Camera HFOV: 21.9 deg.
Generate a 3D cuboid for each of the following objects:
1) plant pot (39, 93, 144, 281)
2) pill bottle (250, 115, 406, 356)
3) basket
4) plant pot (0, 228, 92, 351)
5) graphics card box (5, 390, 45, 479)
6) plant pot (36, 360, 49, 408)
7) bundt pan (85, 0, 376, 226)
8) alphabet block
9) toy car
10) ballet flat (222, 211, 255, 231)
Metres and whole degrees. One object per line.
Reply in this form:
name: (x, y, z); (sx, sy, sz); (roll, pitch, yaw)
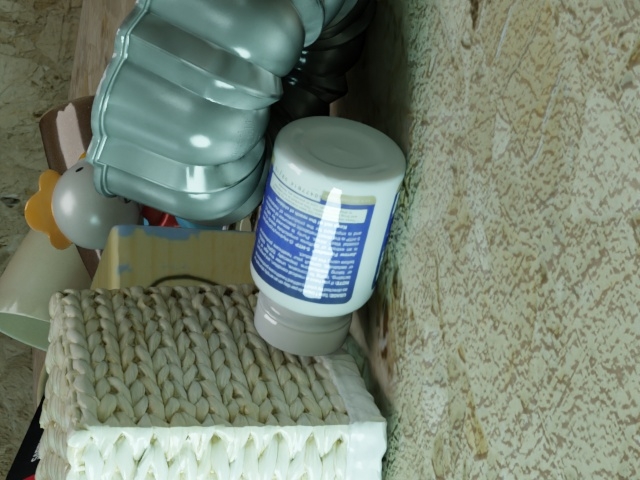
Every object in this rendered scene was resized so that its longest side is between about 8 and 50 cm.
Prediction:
plant pot: (-0.271, -0.059, 2.276); (0.215, 0.215, 0.230); (133, 133, -67)
pill bottle: (0.000, 0.000, 1.402); (0.112, 0.112, 0.186); (-108, 27, -55)
basket: (-0.117, 0.231, 1.502); (0.331, 0.266, 0.328); (-118, 34, -66)
plant pot: (-0.350, 0.029, 2.528); (0.256, 0.256, 0.274); (141, 147, -70)
graphics card box: (-0.244, 0.289, 1.905); (0.232, 0.094, 0.371); (58, -165, -18)
plant pot: (-0.251, 0.198, 2.218); (0.110, 0.237, 0.237); (45, -149, -50)
bundt pan: (-0.057, -0.152, 1.429); (0.331, 0.124, 0.331); (-57, -13, -20)
alphabet block: (-0.147, 0.113, 1.782); (0.193, 0.192, 0.197); (118, 151, -61)
toy car: (-0.254, -0.073, 2.074); (0.219, 0.238, 0.210); (168, 92, -71)
ballet flat: (-0.097, 0.005, 1.918); (0.041, 0.041, 0.114); (-115, 31, -61)
